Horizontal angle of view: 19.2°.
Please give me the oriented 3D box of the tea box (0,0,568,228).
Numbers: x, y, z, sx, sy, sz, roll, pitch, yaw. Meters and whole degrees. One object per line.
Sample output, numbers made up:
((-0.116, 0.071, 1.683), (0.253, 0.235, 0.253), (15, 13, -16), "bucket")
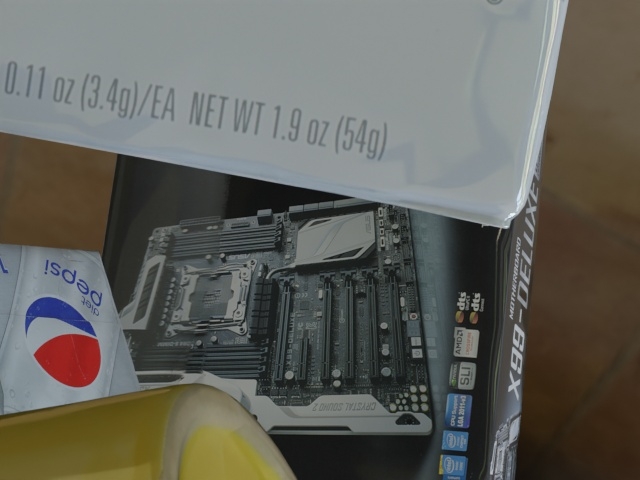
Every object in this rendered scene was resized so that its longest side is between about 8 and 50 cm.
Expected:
((-0.060, -0.193, 0.700), (0.329, 0.323, 0.220), (9, -176, 4), "tea box")

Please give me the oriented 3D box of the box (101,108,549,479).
((0.000, 0.000, 1.086), (0.242, 0.307, 0.076), (3, 166, 18), "box")

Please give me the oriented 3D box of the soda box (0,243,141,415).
((-0.219, 0.100, 0.907), (0.286, 0.098, 0.091), (-30, 69, 31), "soda box")

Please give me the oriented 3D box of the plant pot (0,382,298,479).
((-0.116, 0.159, 0.591), (0.239, 0.254, 0.254), (-23, 123, 12), "plant pot")
